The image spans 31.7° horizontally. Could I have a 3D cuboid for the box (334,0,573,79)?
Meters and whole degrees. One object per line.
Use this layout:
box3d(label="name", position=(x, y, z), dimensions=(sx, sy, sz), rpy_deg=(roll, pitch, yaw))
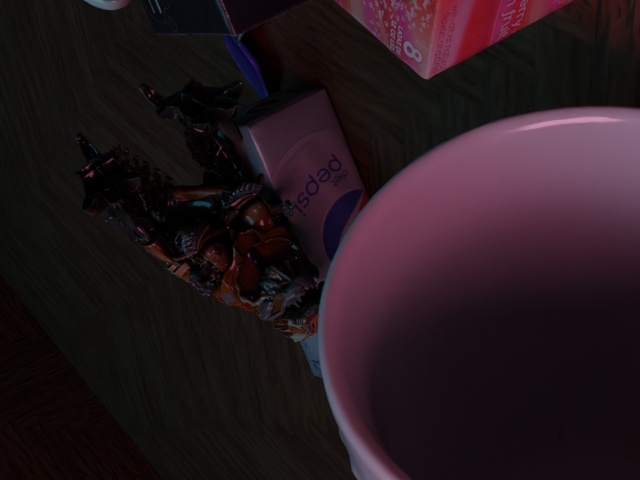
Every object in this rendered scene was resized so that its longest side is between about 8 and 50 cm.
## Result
box3d(label="box", position=(0.079, -0.252, 0.556), dimensions=(0.142, 0.154, 0.300), rpy_deg=(46, 152, 28))

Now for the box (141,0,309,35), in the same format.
box3d(label="box", position=(-0.074, -0.299, 0.797), dimensions=(0.143, 0.165, 0.270), rpy_deg=(17, 132, 58))

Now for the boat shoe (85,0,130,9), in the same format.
box3d(label="boat shoe", position=(-0.273, -0.346, 1.298), dimensions=(0.184, 0.066, 0.063), rpy_deg=(61, 160, 23))

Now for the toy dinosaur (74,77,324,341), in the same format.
box3d(label="toy dinosaur", position=(-0.118, -0.017, 1.028), dimensions=(0.322, 0.164, 0.218), rpy_deg=(9, 145, 34))

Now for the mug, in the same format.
box3d(label="mug", position=(0.207, 0.138, 0.658), dimensions=(0.374, 0.276, 0.328), rpy_deg=(11, 145, 23))

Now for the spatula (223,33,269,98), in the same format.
box3d(label="spatula", position=(-0.064, -0.229, 1.034), dimensions=(0.084, 0.030, 0.296), rpy_deg=(53, 157, 22))

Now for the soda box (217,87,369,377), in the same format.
box3d(label="soda box", position=(0.000, 0.000, 1.093), dimensions=(0.098, 0.091, 0.286), rpy_deg=(9, 125, 61))
